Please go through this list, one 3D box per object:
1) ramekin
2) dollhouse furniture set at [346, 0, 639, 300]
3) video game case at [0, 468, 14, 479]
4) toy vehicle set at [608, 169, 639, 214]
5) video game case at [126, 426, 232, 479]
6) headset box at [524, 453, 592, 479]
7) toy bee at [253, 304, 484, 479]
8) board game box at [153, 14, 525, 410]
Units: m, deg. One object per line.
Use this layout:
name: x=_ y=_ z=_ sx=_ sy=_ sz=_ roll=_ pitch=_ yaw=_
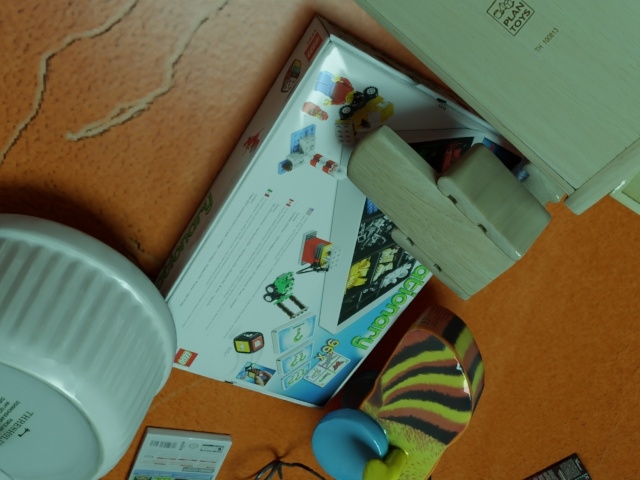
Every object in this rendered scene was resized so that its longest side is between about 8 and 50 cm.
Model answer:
ramekin: x=-0.218 y=0.094 z=0.540 sx=0.207 sy=0.109 sz=0.207 roll=4 pitch=131 yaw=5
dollhouse furniture set: x=0.164 y=-0.173 z=0.481 sx=0.198 sy=0.303 sz=0.286 roll=44 pitch=145 yaw=4
video game case: x=-0.358 y=0.118 z=0.503 sx=0.285 sy=0.025 sz=0.204 roll=-11 pitch=129 yaw=36
toy vehicle set: x=0.397 y=-0.050 z=0.655 sx=0.266 sy=0.035 sz=0.166 roll=29 pitch=113 yaw=-18
video game case: x=-0.151 y=0.239 z=0.759 sx=0.087 sy=0.011 sz=0.122 roll=12 pitch=120 yaw=-23
headset box: x=0.293 y=0.307 z=0.914 sx=0.083 sy=0.032 sz=0.062 roll=-31 pitch=127 yaw=5
toy bee: x=0.073 y=0.202 z=0.704 sx=0.162 sy=0.195 sz=0.298 roll=41 pitch=141 yaw=4
board game box: x=0.000 y=0.000 z=0.603 sx=0.193 sy=0.053 sz=0.305 roll=23 pitch=116 yaw=-27
